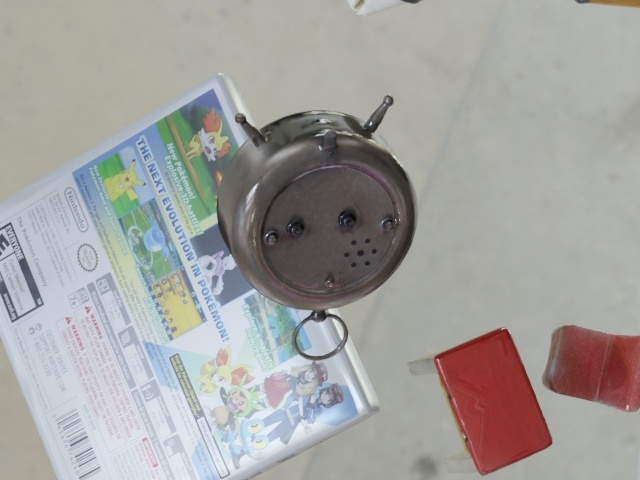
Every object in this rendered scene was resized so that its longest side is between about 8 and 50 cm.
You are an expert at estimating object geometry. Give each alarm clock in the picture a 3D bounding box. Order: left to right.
[{"bbox_3d":[0.000,0.000,1.323,0.129,0.192,0.064,-8,31,-13],"label":"alarm clock"}]

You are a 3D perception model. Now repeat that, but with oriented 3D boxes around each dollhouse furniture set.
[{"bbox_3d":[0.242,0.226,1.536,0.201,0.152,0.374,-23,93,-13],"label":"dollhouse furniture set"}]

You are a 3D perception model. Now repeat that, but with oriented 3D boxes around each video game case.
[{"bbox_3d":[-0.140,0.066,1.734,0.036,0.300,0.329,10,53,-66],"label":"video game case"}]

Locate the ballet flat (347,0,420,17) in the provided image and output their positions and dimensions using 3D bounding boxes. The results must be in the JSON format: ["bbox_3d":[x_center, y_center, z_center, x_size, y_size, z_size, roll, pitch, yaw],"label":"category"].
[{"bbox_3d":[0.032,-0.298,2.103,0.280,0.096,0.095,15,38,-30],"label":"ballet flat"}]

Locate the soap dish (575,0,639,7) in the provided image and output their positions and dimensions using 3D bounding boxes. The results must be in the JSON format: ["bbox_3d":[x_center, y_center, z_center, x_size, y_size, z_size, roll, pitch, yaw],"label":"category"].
[{"bbox_3d":[0.214,-0.265,1.169,0.118,0.229,0.290,-17,103,-13],"label":"soap dish"}]

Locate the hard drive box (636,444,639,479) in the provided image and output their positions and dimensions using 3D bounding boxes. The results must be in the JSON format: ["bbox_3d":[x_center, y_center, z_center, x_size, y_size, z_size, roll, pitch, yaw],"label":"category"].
[{"bbox_3d":[0.362,0.196,1.936,0.089,0.232,0.181,7,66,7],"label":"hard drive box"}]
